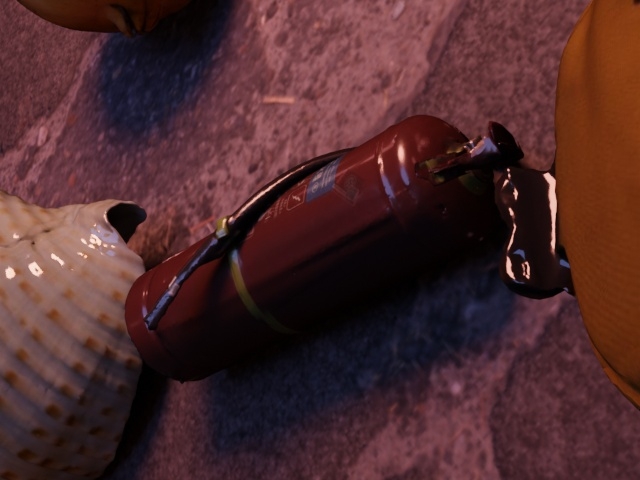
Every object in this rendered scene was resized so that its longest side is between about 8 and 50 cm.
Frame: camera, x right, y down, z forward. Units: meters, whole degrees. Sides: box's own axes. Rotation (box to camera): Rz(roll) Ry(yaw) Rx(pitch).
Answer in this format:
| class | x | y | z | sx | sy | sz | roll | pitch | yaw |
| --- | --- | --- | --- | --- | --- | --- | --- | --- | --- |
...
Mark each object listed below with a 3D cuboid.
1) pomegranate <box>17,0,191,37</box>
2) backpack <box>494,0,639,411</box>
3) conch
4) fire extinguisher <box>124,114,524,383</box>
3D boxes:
| class | x | y | z | sx | sy | sz | roll | pitch | yaw |
| --- | --- | --- | --- | --- | --- | --- | --- | --- | --- |
| pomegranate | -0.196 | -0.279 | 0.965 | 0.209 | 0.209 | 0.209 | -16 | 66 | 41 |
| backpack | 0.243 | -0.051 | 0.426 | 0.378 | 0.201 | 0.353 | -35 | 42 | 44 |
| conch | -0.302 | 0.081 | 0.945 | 0.319 | 0.215 | 0.303 | -39 | 64 | 40 |
| fire extinguisher | 0.000 | 0.000 | 0.738 | 0.341 | 0.141 | 0.105 | -29 | 89 | 36 |
